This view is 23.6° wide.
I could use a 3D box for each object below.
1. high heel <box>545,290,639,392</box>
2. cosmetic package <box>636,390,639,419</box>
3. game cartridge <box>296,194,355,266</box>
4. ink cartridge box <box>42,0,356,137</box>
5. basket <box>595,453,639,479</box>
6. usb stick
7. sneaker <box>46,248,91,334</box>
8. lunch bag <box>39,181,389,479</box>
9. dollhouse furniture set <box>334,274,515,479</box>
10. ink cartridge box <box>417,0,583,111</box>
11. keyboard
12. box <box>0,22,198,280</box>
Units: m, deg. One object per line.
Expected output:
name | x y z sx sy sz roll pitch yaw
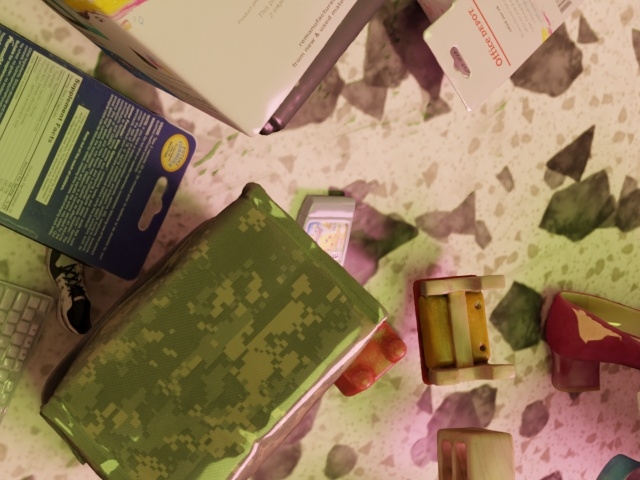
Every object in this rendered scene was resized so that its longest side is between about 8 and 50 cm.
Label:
high heel | 0.354 0.086 1.596 0.244 0.082 0.117 -6 124 -2
cosmetic package | 0.457 0.251 1.587 0.385 0.156 0.217 6 78 -62
game cartridge | 0.000 0.000 1.388 0.056 0.017 0.083 1 107 -31
ink cartridge box | -0.124 -0.245 1.088 0.270 0.198 0.197 39 85 -37
basket | 0.286 0.357 1.596 0.255 0.201 0.289 18 97 -57
usb stick | 0.020 -0.212 1.298 0.278 0.045 0.077 -52 129 -7
sneaker | -0.200 0.038 1.249 0.032 0.037 0.083 -20 117 -26
lunch bag | -0.098 0.100 1.225 0.169 0.287 0.235 44 77 -1
dollhouse furniture set | 0.075 0.226 1.446 0.201 0.152 0.374 -5 86 -12
ink cartridge box | 0.157 -0.215 1.382 0.181 0.061 0.104 -45 127 -13
keyboard | -0.297 0.152 1.241 0.072 0.014 0.256 20 95 -39
box | -0.210 -0.068 1.189 0.225 0.036 0.136 29 81 -37
